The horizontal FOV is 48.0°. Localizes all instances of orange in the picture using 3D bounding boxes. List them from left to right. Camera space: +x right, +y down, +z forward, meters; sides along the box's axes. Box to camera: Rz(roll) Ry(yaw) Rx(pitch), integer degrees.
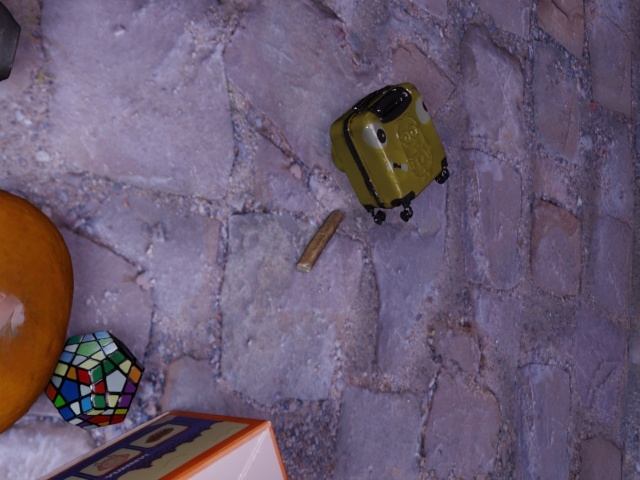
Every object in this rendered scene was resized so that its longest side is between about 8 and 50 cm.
[{"bbox_3d":[-0.431,0.097,0.863,0.274,0.274,0.310,33,94,-37],"label":"orange"}]

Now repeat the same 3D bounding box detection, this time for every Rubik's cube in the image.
[{"bbox_3d":[-0.300,0.186,0.961,0.112,0.133,0.133,-9,91,-69],"label":"Rubik's cube"}]

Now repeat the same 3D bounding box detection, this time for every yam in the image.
[{"bbox_3d":[0.000,0.000,1.333,0.032,0.032,0.145,53,51,-26],"label":"yam"}]

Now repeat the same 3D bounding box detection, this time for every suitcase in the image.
[{"bbox_3d":[0.128,-0.174,1.401,0.194,0.143,0.235,-43,115,-38],"label":"suitcase"}]

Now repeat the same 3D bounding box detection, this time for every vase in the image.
[{"bbox_3d":[-0.464,-0.256,0.867,0.183,0.120,0.120,14,74,-28],"label":"vase"}]

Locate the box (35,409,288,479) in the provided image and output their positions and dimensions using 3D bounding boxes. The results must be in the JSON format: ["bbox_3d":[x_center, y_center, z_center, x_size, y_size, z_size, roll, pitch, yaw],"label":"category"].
[{"bbox_3d":[-0.206,0.445,0.920,0.318,0.257,0.348,-24,101,-45],"label":"box"}]
